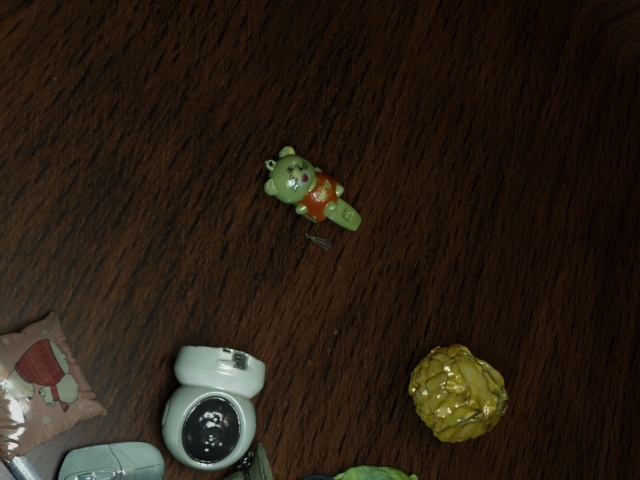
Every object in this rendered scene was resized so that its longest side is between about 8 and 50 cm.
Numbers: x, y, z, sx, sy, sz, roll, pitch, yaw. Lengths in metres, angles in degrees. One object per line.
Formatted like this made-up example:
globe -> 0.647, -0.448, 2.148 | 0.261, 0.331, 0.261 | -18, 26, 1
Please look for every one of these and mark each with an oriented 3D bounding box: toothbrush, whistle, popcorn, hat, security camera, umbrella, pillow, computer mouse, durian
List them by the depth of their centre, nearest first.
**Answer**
toothbrush -> -0.603, 0.324, 1.529 | 0.035, 0.042, 0.413 | -40, 102, -36
pillow -> -0.527, 0.263, 1.560 | 0.223, 0.084, 0.236 | -27, 93, -50
computer mouse -> -0.395, 0.441, 1.615 | 0.229, 0.068, 0.113 | -2, 75, -35
hat -> -0.151, 0.538, 1.698 | 0.130, 0.257, 0.257 | -13, 82, -5
security camera -> -0.220, 0.341, 1.700 | 0.194, 0.194, 0.236 | 22, 69, -28
durian -> 0.133, 0.578, 1.918 | 0.250, 0.101, 0.139 | 16, 67, -30
whistle -> -0.016, -0.112, 2.025 | 0.288, 0.106, 0.131 | 33, 66, -22
umbrella -> -0.001, 0.001, 2.056 | 0.083, 0.020, 0.031 | 22, 64, -22
popcorn -> 0.329, 0.376, 2.065 | 0.250, 0.190, 0.250 | 8, 72, -25

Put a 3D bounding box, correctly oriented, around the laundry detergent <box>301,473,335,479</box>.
laundry detergent -> 0.052, 0.638, 1.823 | 0.094, 0.143, 0.290 | -43, 105, -38
